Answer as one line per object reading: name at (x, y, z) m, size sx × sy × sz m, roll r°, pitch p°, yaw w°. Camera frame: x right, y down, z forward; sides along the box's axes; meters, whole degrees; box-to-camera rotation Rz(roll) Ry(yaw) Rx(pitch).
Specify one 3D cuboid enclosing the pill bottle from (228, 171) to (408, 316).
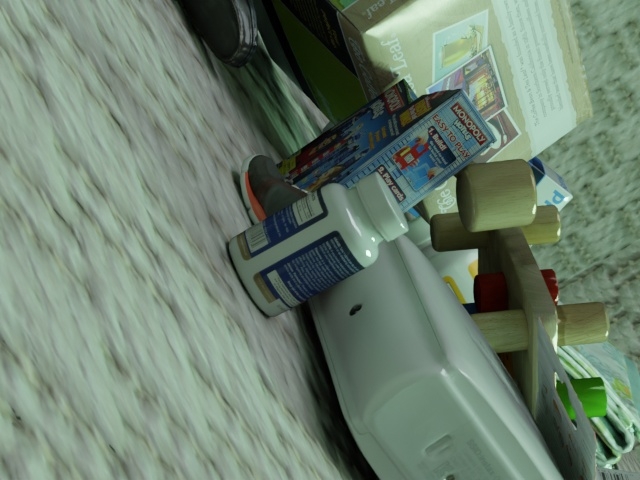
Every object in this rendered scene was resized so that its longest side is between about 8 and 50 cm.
pill bottle at (0.000, 0.000, 1.422) m, size 0.067 × 0.120 × 0.067 m, roll 59°, pitch 9°, yaw -16°

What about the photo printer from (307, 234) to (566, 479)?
photo printer at (0.097, 0.132, 1.543) m, size 0.256 × 0.107 × 0.307 m, roll 54°, pitch 7°, yaw -23°

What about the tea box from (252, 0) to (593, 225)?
tea box at (0.075, -0.249, 1.958) m, size 0.323 × 0.220 × 0.329 m, roll 50°, pitch -9°, yaw 34°

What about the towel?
towel at (0.258, 0.112, 2.400) m, size 0.320 × 0.090 × 0.374 m, roll 43°, pitch 10°, yaw -4°

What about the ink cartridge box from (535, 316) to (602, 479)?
ink cartridge box at (0.220, 0.199, 1.601) m, size 0.181 × 0.056 × 0.225 m, roll -109°, pitch -165°, yaw -59°

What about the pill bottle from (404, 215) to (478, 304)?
pill bottle at (0.146, 0.070, 2.061) m, size 0.208 × 0.117 × 0.117 m, roll 60°, pitch 9°, yaw 1°

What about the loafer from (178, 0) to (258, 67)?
loafer at (-0.110, -0.227, 1.773) m, size 0.061 × 0.062 × 0.170 m, roll 9°, pitch 45°, yaw -51°

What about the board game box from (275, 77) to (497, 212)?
board game box at (0.054, -0.069, 1.712) m, size 0.060 × 0.194 × 0.194 m, roll 54°, pitch 11°, yaw -17°

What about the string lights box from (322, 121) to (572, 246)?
string lights box at (0.143, -0.087, 2.224) m, size 0.259 × 0.133 × 0.077 m, roll 38°, pitch 13°, yaw -11°

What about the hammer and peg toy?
hammer and peg toy at (0.179, 0.060, 1.809) m, size 0.266 × 0.127 × 0.361 m, roll -105°, pitch -169°, yaw -61°

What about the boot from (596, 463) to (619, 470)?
boot at (0.344, 0.346, 2.430) m, size 0.263 × 0.091 × 0.229 m, roll 55°, pitch 14°, yaw -13°

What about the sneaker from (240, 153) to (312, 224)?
sneaker at (-0.017, -0.017, 1.565) m, size 0.061 × 0.065 × 0.158 m, roll 52°, pitch 13°, yaw -46°

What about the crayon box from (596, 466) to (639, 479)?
crayon box at (0.299, 0.309, 1.885) m, size 0.323 × 0.203 × 0.083 m, roll -74°, pitch 173°, yaw -78°
